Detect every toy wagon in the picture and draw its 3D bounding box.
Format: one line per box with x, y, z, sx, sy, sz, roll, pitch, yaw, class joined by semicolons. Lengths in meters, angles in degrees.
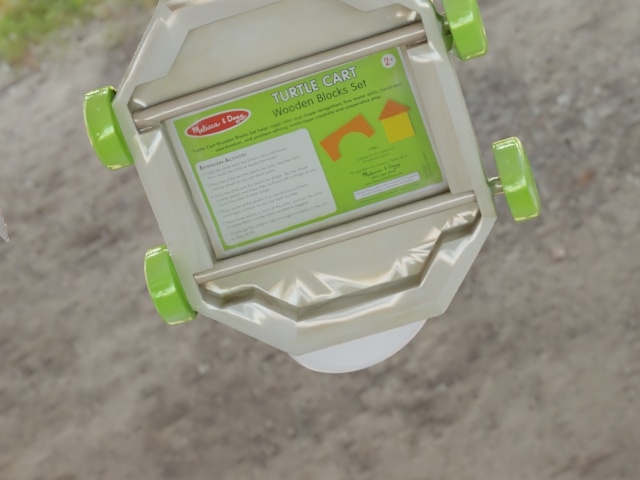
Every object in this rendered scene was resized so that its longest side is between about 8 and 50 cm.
-0.017;-0.094;1.228;0.267;0.344;0.068;-17;20;8;toy wagon

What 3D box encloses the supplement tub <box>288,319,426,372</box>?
0.000;0.000;1.598;0.144;0.144;0.200;-29;46;-2;supplement tub

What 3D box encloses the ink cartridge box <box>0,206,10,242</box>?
-0.266;-0.095;1.081;0.056;0.224;0.181;-59;0;-12;ink cartridge box
